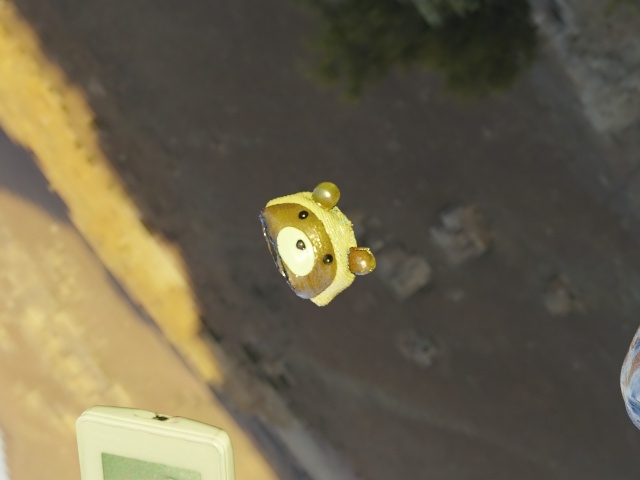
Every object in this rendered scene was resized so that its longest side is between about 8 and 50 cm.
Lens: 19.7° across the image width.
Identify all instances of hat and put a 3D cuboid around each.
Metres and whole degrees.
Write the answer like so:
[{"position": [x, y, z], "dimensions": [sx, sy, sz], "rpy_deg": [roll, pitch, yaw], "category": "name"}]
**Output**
[{"position": [0.000, 0.000, 1.296], "dimensions": [0.076, 0.059, 0.077], "rpy_deg": [43, -160, -58], "category": "hat"}]

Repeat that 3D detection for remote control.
[{"position": [-0.056, 0.133, 0.709], "dimensions": [0.061, 0.029, 0.162], "rpy_deg": [8, 121, 17], "category": "remote control"}]

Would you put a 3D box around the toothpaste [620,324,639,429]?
[{"position": [0.206, 0.060, 1.054], "dimensions": [0.266, 0.061, 0.096], "rpy_deg": [69, -154, -71], "category": "toothpaste"}]
